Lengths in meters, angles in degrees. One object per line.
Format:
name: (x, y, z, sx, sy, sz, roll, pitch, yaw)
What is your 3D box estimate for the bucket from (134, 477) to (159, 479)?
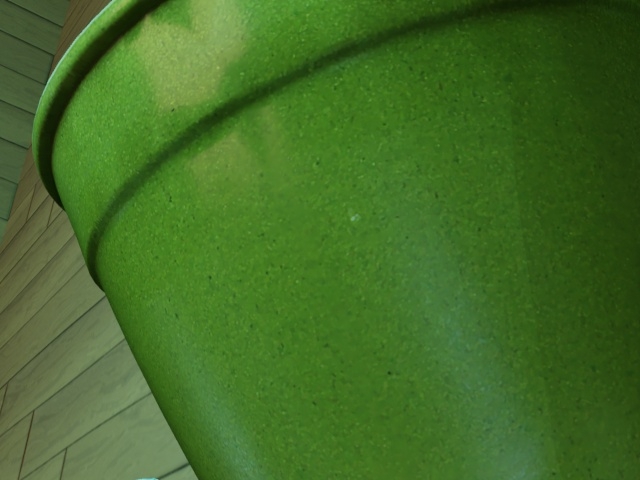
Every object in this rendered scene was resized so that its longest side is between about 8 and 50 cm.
bucket: (-0.087, 0.303, 0.675, 0.281, 0.281, 0.183, -32, 48, 46)

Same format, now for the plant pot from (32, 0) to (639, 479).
plant pot: (0.073, 0.062, 0.473, 0.366, 0.366, 0.353, -39, 65, 41)
